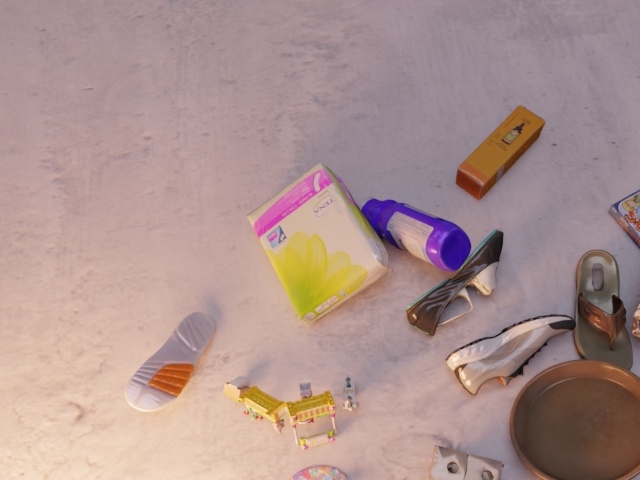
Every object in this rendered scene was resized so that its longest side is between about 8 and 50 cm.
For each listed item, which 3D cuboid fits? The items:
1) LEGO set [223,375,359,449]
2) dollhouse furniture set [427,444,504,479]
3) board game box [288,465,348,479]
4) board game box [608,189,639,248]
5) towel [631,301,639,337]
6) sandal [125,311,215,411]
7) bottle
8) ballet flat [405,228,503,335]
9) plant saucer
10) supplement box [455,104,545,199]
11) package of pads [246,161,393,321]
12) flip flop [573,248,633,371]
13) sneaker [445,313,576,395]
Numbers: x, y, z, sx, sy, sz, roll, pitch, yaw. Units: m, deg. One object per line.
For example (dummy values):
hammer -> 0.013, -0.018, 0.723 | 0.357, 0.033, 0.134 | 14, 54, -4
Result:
LEGO set -> -0.064, 0.356, 1.516 | 0.287, 0.107, 0.132 | -3, 29, 11
dollhouse furniture set -> 0.255, 0.497, 1.367 | 0.129, 0.129, 0.183 | 11, 65, 12
board game box -> -0.007, 0.524, 1.442 | 0.133, 0.033, 0.168 | -8, 63, 3
board game box -> 0.748, -0.026, 1.609 | 0.136, 0.035, 0.201 | -29, 65, -7
towel -> 0.777, 0.129, 1.465 | 0.284, 0.121, 0.235 | 24, 76, 8
sandal -> -0.313, 0.270, 1.590 | 0.102, 0.076, 0.265 | 32, 51, 5
bottle -> 0.190, -0.025, 1.601 | 0.283, 0.118, 0.092 | 28, 80, 45
ballet flat -> 0.309, 0.099, 1.583 | 0.280, 0.095, 0.096 | -42, 76, -2
plant saucer -> 0.501, 0.350, 1.403 | 0.278, 0.041, 0.277 | -18, 40, 16
supplement box -> 0.418, -0.206, 1.718 | 0.078, 0.080, 0.233 | 40, 77, 22
package of pads -> 0.000, 0.000, 1.625 | 0.229, 0.101, 0.296 | -35, 64, 13
flip flop -> 0.584, 0.140, 1.524 | 0.112, 0.080, 0.276 | 2, 67, 9
sneaker -> 0.397, 0.227, 1.509 | 0.272, 0.100, 0.107 | -24, 78, -1
